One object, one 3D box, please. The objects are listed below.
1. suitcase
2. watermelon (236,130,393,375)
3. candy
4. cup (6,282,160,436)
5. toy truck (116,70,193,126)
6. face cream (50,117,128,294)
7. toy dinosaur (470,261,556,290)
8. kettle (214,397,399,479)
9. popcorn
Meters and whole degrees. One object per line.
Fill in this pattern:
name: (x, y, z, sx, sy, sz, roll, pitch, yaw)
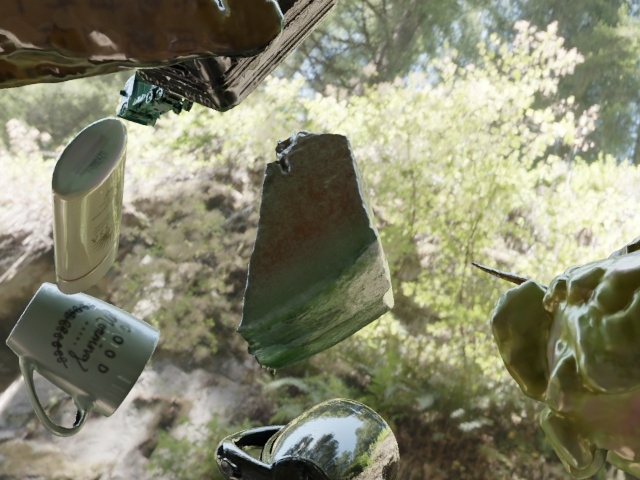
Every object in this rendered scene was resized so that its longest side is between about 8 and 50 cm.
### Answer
suitcase: (-0.116, -0.326, 1.140, 0.202, 0.312, 0.128, 25, -27, 31)
watermelon: (0.014, 0.007, 0.973, 0.151, 0.302, 0.264, 1, -16, 12)
candy: (-0.161, -0.138, 0.437, 0.271, 0.143, 0.101, -8, -27, -5)
cup: (-0.456, 0.221, 1.505, 0.234, 0.258, 0.186, 31, -34, -14)
toy truck: (-0.269, -0.245, 1.355, 0.067, 0.081, 0.175, 15, -16, -38)
face cream: (-0.382, -0.038, 1.359, 0.081, 0.173, 0.348, 26, -35, 1)
toy dinosaur: (0.243, 0.058, 0.807, 0.162, 0.039, 0.126, 16, 3, -35)
kettle: (-0.032, 0.377, 1.346, 0.268, 0.290, 0.207, 18, -84, 18)
popcorn: (0.131, 0.039, 0.328, 0.109, 0.089, 0.097, -32, -38, 11)
